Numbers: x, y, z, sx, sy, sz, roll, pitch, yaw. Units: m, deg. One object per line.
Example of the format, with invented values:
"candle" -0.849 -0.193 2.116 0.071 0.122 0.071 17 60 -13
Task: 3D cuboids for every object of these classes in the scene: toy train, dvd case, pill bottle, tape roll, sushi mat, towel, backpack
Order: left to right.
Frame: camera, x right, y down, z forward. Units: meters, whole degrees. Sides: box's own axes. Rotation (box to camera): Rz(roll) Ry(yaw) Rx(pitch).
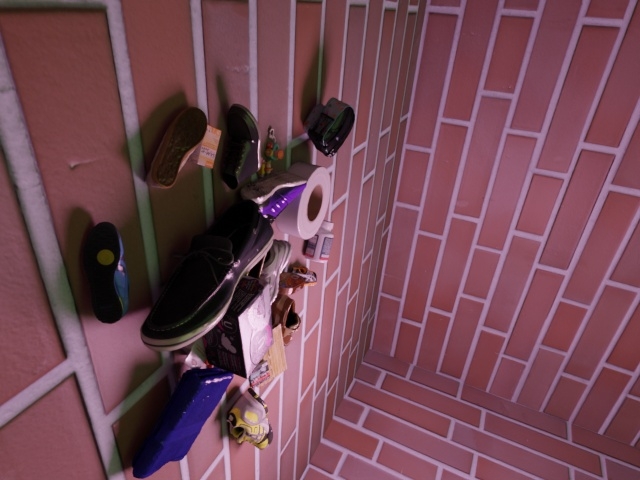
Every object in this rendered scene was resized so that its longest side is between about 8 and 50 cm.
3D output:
"towel" -0.388 0.499 1.206 0.308 0.076 0.227 -58 162 -3
"dvd case" -0.247 0.543 1.717 0.087 0.013 0.120 -26 137 -25
"toy train" -0.165 -0.267 1.321 0.125 0.046 0.166 83 30 -48
"sushi mat" -0.213 0.472 1.719 0.151 0.019 0.317 -28 137 -27
"tape roll" -0.062 -0.150 1.610 0.286 0.100 0.287 16 90 -71
"pill bottle" 0.000 0.000 1.877 0.108 0.107 0.180 -2 107 -69
"backpack" 0.038 -0.430 1.575 0.188 0.144 0.166 -49 156 0

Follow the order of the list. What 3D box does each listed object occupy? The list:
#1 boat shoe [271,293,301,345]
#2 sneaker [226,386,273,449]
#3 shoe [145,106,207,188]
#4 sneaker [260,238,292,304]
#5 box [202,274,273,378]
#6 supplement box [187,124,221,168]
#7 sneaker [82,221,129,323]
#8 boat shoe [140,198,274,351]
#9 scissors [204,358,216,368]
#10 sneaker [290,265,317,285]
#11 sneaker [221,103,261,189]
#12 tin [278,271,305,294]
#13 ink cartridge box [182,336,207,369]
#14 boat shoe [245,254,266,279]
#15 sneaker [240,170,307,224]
"boat shoe" -0.146 0.335 1.728 0.324 0.119 0.123 84 30 -46
"sneaker" -0.289 0.732 1.683 0.147 0.145 0.385 -34 138 -30
"shoe" -0.324 -0.208 0.943 0.076 0.058 0.219 40 59 -35
"sneaker" -0.205 0.120 1.488 0.115 0.105 0.282 22 86 -40
"box" -0.233 0.238 1.209 0.163 0.142 0.248 -49 148 -49
"supplement box" -0.285 -0.233 1.039 0.062 0.036 0.099 3 103 -69
"sneaker" -0.430 0.061 0.863 0.082 0.069 0.210 -124 -146 -73
"boat shoe" -0.282 0.064 1.081 0.500 0.186 0.156 -56 145 -44
"scissors" -0.299 0.332 1.460 0.297 0.021 0.109 -48 146 -47
"sneaker" -0.070 0.152 1.850 0.215 0.084 0.083 -7 107 -68
"sneaker" -0.220 -0.245 1.138 0.222 0.083 0.118 85 29 -47
"tin" -0.131 0.168 1.663 0.189 0.106 0.040 -18 130 -65
"ink cartridge box" -0.349 0.277 1.225 0.104 0.060 0.180 78 33 -53
"boat shoe" -0.245 0.133 1.327 0.110 0.104 0.308 -11 115 -68
"sneaker" -0.156 -0.129 1.379 0.293 0.102 0.146 -31 139 -48
